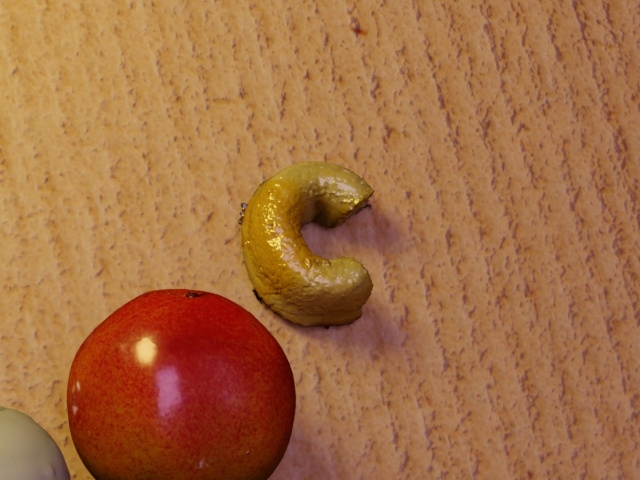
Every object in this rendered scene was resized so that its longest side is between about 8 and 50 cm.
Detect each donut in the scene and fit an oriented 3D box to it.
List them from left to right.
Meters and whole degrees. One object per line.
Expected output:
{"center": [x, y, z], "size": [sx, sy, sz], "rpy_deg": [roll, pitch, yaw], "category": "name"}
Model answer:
{"center": [-0.011, -0.004, 1.770], "size": [0.146, 0.078, 0.181], "rpy_deg": [11, 69, -15], "category": "donut"}

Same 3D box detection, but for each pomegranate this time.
{"center": [-0.134, 0.173, 1.611], "size": [0.221, 0.221, 0.256], "rpy_deg": [3, 83, -15], "category": "pomegranate"}

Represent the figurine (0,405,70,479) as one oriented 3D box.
{"center": [-0.302, 0.340, 1.524], "size": [0.227, 0.274, 0.394], "rpy_deg": [2, 93, 28], "category": "figurine"}
